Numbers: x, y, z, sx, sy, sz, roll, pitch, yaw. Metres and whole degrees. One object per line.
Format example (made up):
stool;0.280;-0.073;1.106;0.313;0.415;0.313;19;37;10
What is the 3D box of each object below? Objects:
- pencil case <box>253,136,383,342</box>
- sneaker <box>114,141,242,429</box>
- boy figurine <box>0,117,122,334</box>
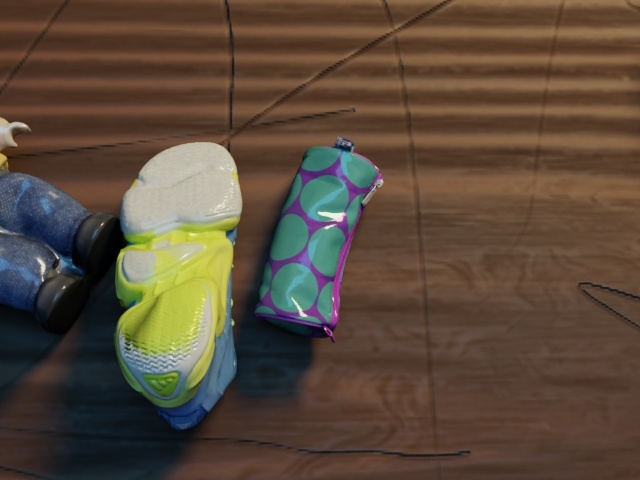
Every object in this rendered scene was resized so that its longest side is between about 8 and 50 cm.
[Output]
pencil case;0.000;0.000;0.840;0.070;0.064;0.152;12;74;20
sneaker;-0.105;0.037;0.819;0.091;0.126;0.240;1;45;6
boy figurine;-0.301;-0.030;0.814;0.285;0.092;0.177;26;75;4
